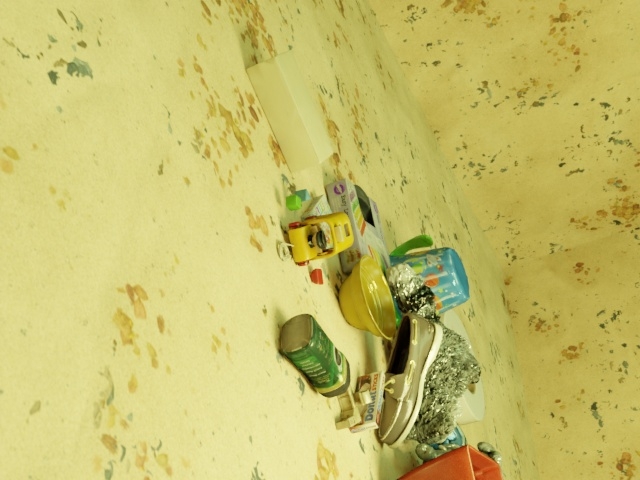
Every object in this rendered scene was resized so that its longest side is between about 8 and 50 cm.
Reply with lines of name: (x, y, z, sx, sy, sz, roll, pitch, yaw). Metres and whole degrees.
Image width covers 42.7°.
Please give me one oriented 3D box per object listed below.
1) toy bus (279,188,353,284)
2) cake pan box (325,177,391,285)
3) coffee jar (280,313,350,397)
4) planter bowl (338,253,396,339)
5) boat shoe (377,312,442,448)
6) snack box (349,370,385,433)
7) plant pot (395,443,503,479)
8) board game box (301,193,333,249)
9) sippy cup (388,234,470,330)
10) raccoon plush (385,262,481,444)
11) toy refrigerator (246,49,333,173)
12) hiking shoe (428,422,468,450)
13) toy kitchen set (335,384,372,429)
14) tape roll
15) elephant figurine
toy bus: (0.003, -0.007, 1.835, 0.191, 0.104, 0.202, 53, 34, -46)
cake pan box: (0.108, -0.017, 2.216, 0.246, 0.070, 0.266, 35, 40, -62)
coffee jar: (-0.006, 0.236, 1.655, 0.184, 0.079, 0.096, 54, 23, -38)
planter bowl: (0.104, 0.150, 2.012, 0.217, 0.090, 0.217, 52, 28, -42)
boat shoe: (0.195, 0.333, 1.972, 0.097, 0.116, 0.324, 28, 73, -19)
snack box: (0.107, 0.366, 1.862, 0.178, 0.064, 0.022, -73, 142, -59)
plant pot: (0.285, 0.636, 1.837, 0.267, 0.236, 0.267, 41, 36, -53)
board game box: (0.001, -0.041, 2.008, 0.103, 0.026, 0.154, 66, 20, -14)
sippy cup: (0.304, 0.126, 2.371, 0.240, 0.224, 0.305, 11, 62, -69)
raccoon plush: (0.227, 0.315, 2.114, 0.446, 0.216, 0.299, 54, 31, -3)
toy refrigerator: (-0.074, -0.306, 1.958, 0.269, 0.094, 0.102, 66, 27, -13)
hiking shoe: (0.346, 0.607, 2.211, 0.132, 0.113, 0.304, -14, 84, -68)
toy kitchen set: (0.067, 0.353, 1.760, 0.075, 0.068, 0.083, 0, 71, -69)
tape roll: (0.451, 0.416, 2.729, 0.392, 0.072, 0.392, 53, 26, -41)
elephant figurine: (0.325, 0.574, 2.067, 0.169, 0.239, 0.186, -107, -153, -74)
